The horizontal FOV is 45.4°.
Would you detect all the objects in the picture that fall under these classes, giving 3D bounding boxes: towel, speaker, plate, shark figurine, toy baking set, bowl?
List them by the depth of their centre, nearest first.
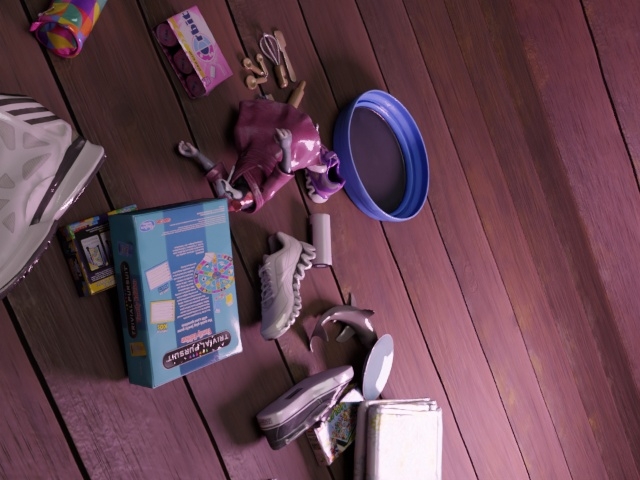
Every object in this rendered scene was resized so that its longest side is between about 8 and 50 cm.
[{"bbox_3d":[0.079,0.203,1.977,0.278,0.116,0.166,13,68,-49],"label":"shark figurine"},{"bbox_3d":[0.000,0.000,1.985,0.055,0.055,0.136,13,70,-47],"label":"speaker"},{"bbox_3d":[0.200,0.599,1.995,0.320,0.090,0.375,13,76,-47],"label":"towel"},{"bbox_3d":[-0.111,-0.433,1.998,0.197,0.030,0.256,50,47,-28],"label":"toy baking set"},{"bbox_3d":[0.147,0.338,2.042,0.188,0.024,0.188,-36,132,-52],"label":"plate"},{"bbox_3d":[0.179,-0.243,2.246,0.391,0.077,0.391,18,66,-46],"label":"bowl"}]

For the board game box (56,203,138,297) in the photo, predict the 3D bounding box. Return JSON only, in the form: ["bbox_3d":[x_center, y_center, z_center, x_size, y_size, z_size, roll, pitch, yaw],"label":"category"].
[{"bbox_3d":[-0.416,0.017,1.502,0.170,0.048,0.141,-24,100,-50],"label":"board game box"}]

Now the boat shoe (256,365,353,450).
[{"bbox_3d":[-0.020,0.393,1.809,0.301,0.108,0.102,-27,98,-47],"label":"boat shoe"}]

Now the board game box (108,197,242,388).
[{"bbox_3d":[-0.287,0.096,1.552,0.253,0.079,0.336,-15,104,-51],"label":"board game box"}]

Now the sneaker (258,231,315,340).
[{"bbox_3d":[-0.104,0.104,1.808,0.118,0.110,0.292,38,44,-27],"label":"sneaker"}]

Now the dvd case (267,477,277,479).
[{"bbox_3d":[-0.134,0.654,1.672,0.164,0.018,0.221,-7,85,-50],"label":"dvd case"}]

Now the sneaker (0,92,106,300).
[{"bbox_3d":[-0.571,-0.078,1.294,0.257,0.169,0.448,41,43,-23],"label":"sneaker"}]

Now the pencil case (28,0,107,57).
[{"bbox_3d":[-0.484,-0.477,1.528,0.104,0.104,0.236,41,50,-35],"label":"pencil case"}]

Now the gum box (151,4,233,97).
[{"bbox_3d":[-0.291,-0.429,1.763,0.107,0.062,0.188,-46,114,-45],"label":"gum box"}]

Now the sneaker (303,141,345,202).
[{"bbox_3d":[-0.005,-0.220,2.005,0.095,0.104,0.236,-33,104,-47],"label":"sneaker"}]

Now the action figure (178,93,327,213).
[{"bbox_3d":[-0.157,-0.167,1.790,0.276,0.248,0.370,75,30,-46],"label":"action figure"}]

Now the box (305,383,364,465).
[{"bbox_3d":[0.046,0.459,1.922,0.207,0.036,0.114,-32,104,-49],"label":"box"}]
